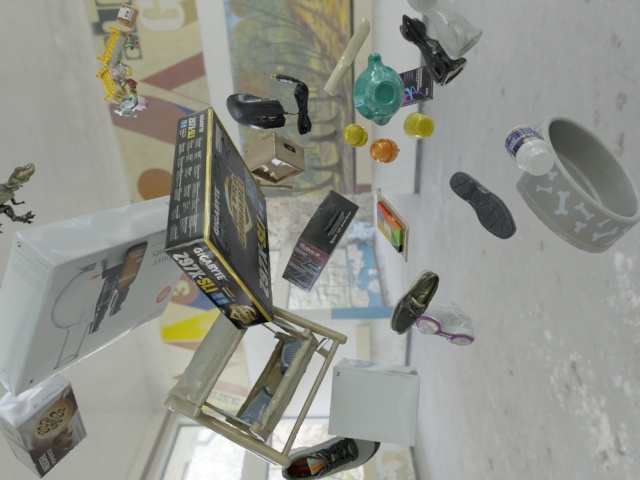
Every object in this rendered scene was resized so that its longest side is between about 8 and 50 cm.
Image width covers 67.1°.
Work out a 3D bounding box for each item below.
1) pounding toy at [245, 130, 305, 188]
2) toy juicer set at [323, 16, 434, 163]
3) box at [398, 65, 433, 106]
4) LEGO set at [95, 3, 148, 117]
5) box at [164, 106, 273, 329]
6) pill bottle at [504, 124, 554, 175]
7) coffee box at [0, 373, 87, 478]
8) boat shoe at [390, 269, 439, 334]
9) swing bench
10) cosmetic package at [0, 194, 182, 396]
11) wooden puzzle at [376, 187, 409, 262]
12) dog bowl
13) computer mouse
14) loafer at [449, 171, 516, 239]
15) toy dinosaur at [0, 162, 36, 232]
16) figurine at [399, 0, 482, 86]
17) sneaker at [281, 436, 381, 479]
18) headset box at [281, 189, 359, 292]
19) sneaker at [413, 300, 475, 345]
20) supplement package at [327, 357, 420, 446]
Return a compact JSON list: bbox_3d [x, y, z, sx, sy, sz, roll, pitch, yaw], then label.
[{"bbox_3d":[-0.146,-0.225,1.464,0.181,0.206,0.094,19,-121,-46],"label":"pounding toy"},{"bbox_3d":[0.118,-0.338,1.189,0.329,0.209,0.089,49,-178,-22],"label":"toy juicer set"},{"bbox_3d":[0.308,-0.520,1.639,0.029,0.162,0.116,10,-100,-48],"label":"box"},{"bbox_3d":[-0.490,-0.443,1.240,0.107,0.132,0.287,14,-112,-59],"label":"LEGO set"},{"bbox_3d":[-0.171,-0.039,0.872,0.257,0.079,0.322,66,-169,-49],"label":"box"},{"bbox_3d":[0.414,-0.177,0.955,0.120,0.067,0.067,-90,-3,-56],"label":"pill bottle"},{"bbox_3d":[-0.797,0.520,1.382,0.168,0.119,0.297,-45,-25,-46],"label":"coffee box"},{"bbox_3d":[0.286,0.188,1.466,0.223,0.080,0.073,-56,0,-3],"label":"boat shoe"},{"bbox_3d":[-0.126,0.250,0.920,0.253,0.254,0.165,-62,-1,-27],"label":"swing bench"},{"bbox_3d":[-0.403,0.079,0.910,0.284,0.097,0.377,-58,-11,24],"label":"cosmetic package"},{"bbox_3d":[0.269,-0.054,1.853,0.221,0.044,0.239,78,166,-54],"label":"wooden puzzle"},{"bbox_3d":[0.598,-0.145,1.123,0.102,0.348,0.349,-47,36,47],"label":"dog bowl"},{"bbox_3d":[-0.154,-0.381,1.347,0.184,0.262,0.060,94,-167,-50],"label":"computer mouse"},{"bbox_3d":[0.582,-0.130,1.690,0.302,0.095,0.109,54,125,26],"label":"loafer"},{"bbox_3d":[-0.695,-0.064,1.022,0.268,0.118,0.064,-52,-10,-43],"label":"toy dinosaur"},{"bbox_3d":[0.282,-0.522,1.208,0.209,0.092,0.215,49,175,8],"label":"figurine"},{"bbox_3d":[0.027,0.555,1.227,0.108,0.271,0.100,69,180,-78],"label":"sneaker"},{"bbox_3d":[0.000,0.000,1.511,0.218,0.110,0.293,-58,-3,-35],"label":"headset box"},{"bbox_3d":[0.449,0.289,1.824,0.114,0.305,0.152,-42,30,44],"label":"sneaker"},{"bbox_3d":[0.128,0.369,1.132,0.203,0.194,0.149,43,-128,-78],"label":"supplement package"}]
